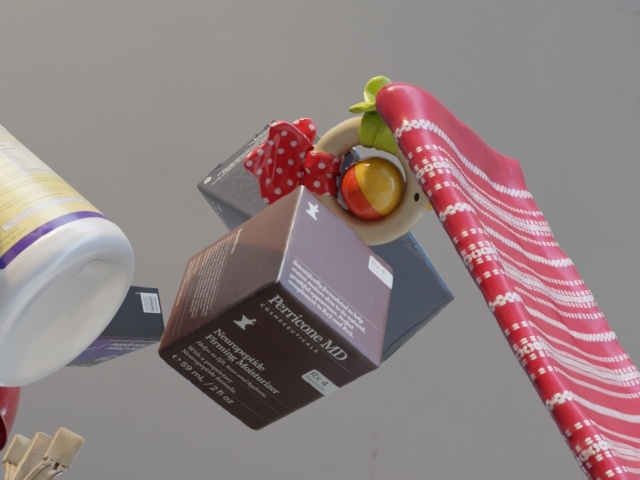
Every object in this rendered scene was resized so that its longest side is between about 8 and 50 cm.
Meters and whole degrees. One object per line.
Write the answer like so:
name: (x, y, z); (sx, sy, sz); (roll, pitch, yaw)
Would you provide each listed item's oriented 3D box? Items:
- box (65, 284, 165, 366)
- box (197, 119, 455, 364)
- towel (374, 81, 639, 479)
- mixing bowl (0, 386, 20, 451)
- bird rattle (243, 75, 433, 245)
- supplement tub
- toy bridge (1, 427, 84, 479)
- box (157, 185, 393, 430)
box: (-0.411, 0.142, 1.910); (0.184, 0.261, 0.103); (-18, -104, 27)
box: (0.000, 0.000, 1.712); (0.296, 0.182, 0.294); (54, -12, -24)
towel: (0.136, 0.036, 0.681); (0.031, 0.199, 0.275); (-36, -119, 18)
mixing bowl: (-0.476, 0.194, 1.548); (0.181, 0.098, 0.181); (14, -47, 15)
bird rattle: (0.043, -0.090, 1.449); (0.253, 0.143, 0.207); (-29, -93, 11)
supplement tub: (-0.419, -0.007, 1.403); (0.331, 0.241, 0.241); (39, -53, 20)
toy bridge: (-0.264, 0.208, 1.048); (0.026, 0.063, 0.188); (33, -24, -18)
box: (-0.049, 0.081, 1.328); (0.203, 0.167, 0.168); (-32, -61, 33)
